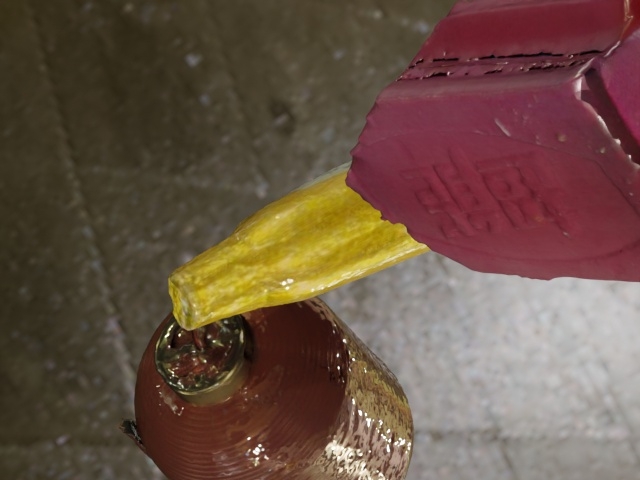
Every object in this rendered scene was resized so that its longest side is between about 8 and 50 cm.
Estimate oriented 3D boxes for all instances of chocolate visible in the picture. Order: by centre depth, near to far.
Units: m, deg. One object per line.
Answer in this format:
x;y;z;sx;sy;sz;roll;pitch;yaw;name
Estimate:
0.000;0.000;1.317;0.219;0.085;0.086;-25;83;-23;chocolate

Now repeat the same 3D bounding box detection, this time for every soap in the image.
0.121;-0.056;1.098;0.162;0.250;0.099;47;66;-26;soap

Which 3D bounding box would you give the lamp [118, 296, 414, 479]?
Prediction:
-0.039;0.127;1.423;0.258;0.180;0.180;46;31;-51;lamp
